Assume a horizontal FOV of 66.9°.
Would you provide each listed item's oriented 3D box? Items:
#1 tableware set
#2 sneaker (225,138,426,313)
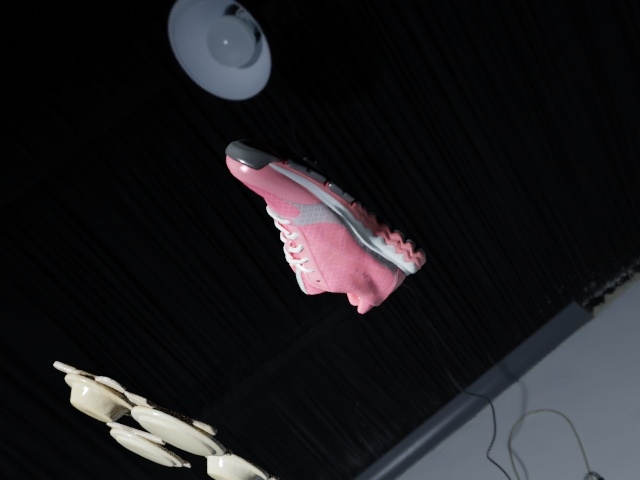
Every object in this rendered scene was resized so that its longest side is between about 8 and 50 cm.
[{"bbox_3d":[-0.111,0.140,0.348,0.141,0.169,0.020,9,51,21],"label":"tableware set"},{"bbox_3d":[0.001,0.000,0.592,0.136,0.313,0.116,-54,34,5],"label":"sneaker"}]
